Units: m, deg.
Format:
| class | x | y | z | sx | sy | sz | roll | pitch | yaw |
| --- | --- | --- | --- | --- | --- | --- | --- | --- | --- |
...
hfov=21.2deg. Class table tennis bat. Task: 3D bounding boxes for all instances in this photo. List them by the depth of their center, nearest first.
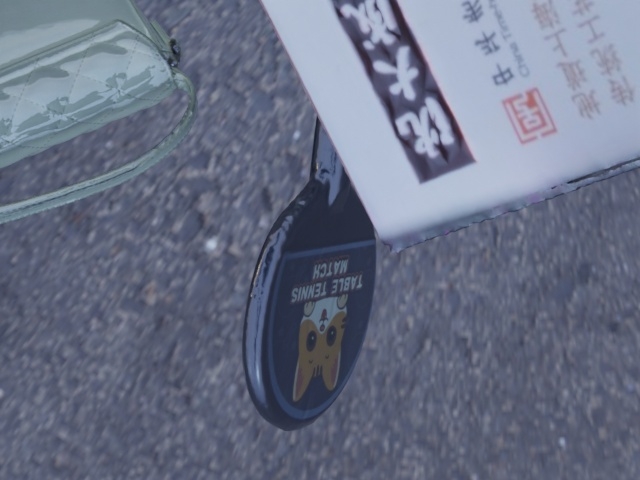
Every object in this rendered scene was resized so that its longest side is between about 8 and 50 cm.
| class | x | y | z | sx | sy | sz | roll | pitch | yaw |
| --- | --- | --- | --- | --- | --- | --- | --- | --- | --- |
| table tennis bat | 0.000 | 0.000 | 1.034 | 0.027 | 0.150 | 0.236 | 13 | 100 | 27 |

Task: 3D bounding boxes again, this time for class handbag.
| class | x | y | z | sx | sy | sz | roll | pitch | yaw |
| --- | --- | --- | --- | --- | --- | --- | --- | --- | --- |
| handbag | -0.221 | -0.096 | 1.262 | 0.256 | 0.219 | 0.079 | -24 | 141 | -14 |

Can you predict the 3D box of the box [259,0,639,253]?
| class | x | y | z | sx | sy | sz | roll | pitch | yaw |
| --- | --- | --- | --- | --- | --- | --- | --- | --- | --- |
| box | 0.084 | -0.228 | 0.504 | 0.344 | 0.122 | 0.385 | -20 | 99 | 46 |
